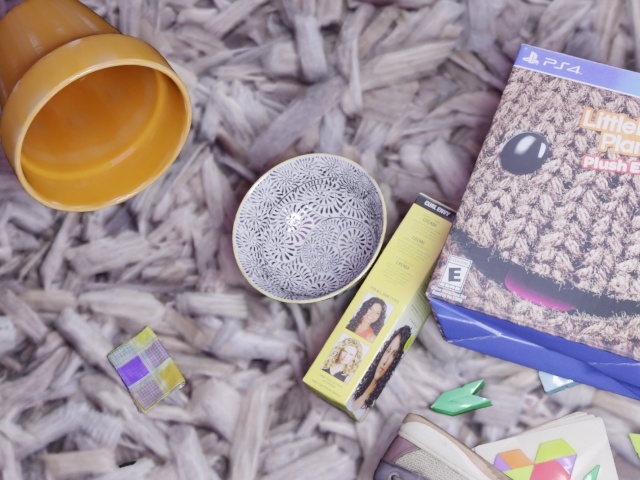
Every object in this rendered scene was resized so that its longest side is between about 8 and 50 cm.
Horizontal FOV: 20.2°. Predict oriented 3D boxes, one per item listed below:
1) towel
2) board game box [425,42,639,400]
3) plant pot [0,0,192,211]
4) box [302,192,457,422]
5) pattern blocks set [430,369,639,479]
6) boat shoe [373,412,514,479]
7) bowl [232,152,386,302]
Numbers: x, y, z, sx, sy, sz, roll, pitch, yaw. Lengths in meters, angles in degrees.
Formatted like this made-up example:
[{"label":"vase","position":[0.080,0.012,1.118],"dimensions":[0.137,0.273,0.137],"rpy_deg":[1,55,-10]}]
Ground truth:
[{"label":"towel","position":[-0.188,0.140,1.939],"dimensions":[0.060,0.009,0.083],"rpy_deg":[-34,68,1]},{"label":"board game box","position":[0.268,-0.017,1.804],"dimensions":[0.232,0.141,0.291],"rpy_deg":[16,72,18]},{"label":"plant pot","position":[-0.272,-0.168,1.974],"dimensions":[0.205,0.205,0.188],"rpy_deg":[-35,52,0]},{"label":"box","position":[0.073,0.071,1.862],"dimensions":[0.058,0.087,0.232],"rpy_deg":[28,82,21]},{"label":"pattern blocks set","position":[0.230,0.272,1.790],"dimensions":[0.285,0.026,0.325],"rpy_deg":[-29,68,2]},{"label":"boat shoe","position":[0.172,0.278,1.737],"dimensions":[0.285,0.103,0.092],"rpy_deg":[36,90,26]},{"label":"bowl","position":[0.000,0.000,1.900],"dimensions":[0.170,0.080,0.170],"rpy_deg":[-8,66,18]}]
